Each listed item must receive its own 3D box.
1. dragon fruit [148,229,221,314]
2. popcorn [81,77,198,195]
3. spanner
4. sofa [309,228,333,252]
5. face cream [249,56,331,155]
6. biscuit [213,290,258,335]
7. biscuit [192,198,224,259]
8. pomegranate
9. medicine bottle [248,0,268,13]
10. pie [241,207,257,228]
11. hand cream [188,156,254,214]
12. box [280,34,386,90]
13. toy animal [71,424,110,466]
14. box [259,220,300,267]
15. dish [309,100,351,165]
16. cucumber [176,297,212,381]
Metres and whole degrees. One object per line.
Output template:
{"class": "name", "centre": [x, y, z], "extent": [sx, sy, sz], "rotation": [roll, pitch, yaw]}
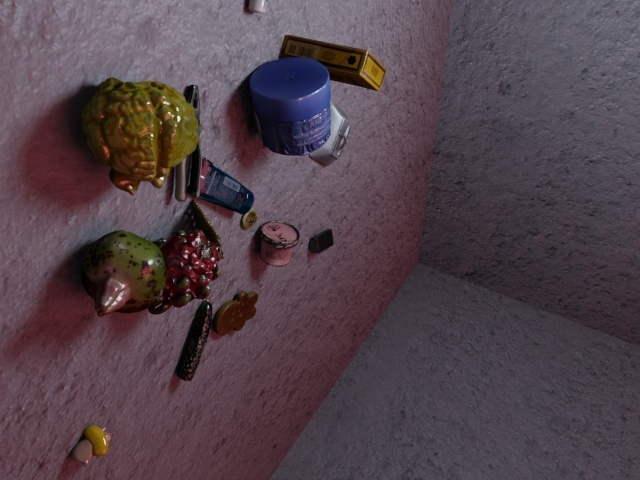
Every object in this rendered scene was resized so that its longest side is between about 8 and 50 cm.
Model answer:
{"class": "dragon fruit", "centre": [-0.409, 0.095, 1.465], "extent": [0.272, 0.218, 0.198], "rotation": [-55, -168, -18]}
{"class": "popcorn", "centre": [-0.405, -0.246, 1.188], "extent": [0.258, 0.224, 0.270], "rotation": [73, 38, -65]}
{"class": "spanner", "centre": [-0.366, -0.269, 1.455], "extent": [0.096, 0.040, 0.324], "rotation": [-26, 129, -57]}
{"class": "sofa", "centre": [0.000, 0.000, 2.430], "extent": [0.147, 0.060, 0.085], "rotation": [-30, 118, -55]}
{"class": "face cream", "centre": [-0.088, -0.423, 1.656], "extent": [0.249, 0.249, 0.225], "rotation": [-52, 153, -32]}
{"class": "biscuit", "centre": [-0.325, 0.277, 1.991], "extent": [0.236, 0.039, 0.179], "rotation": [-25, 134, -56]}
{"class": "biscuit", "centre": [-0.333, -0.022, 1.560], "extent": [0.016, 0.203, 0.144], "rotation": [-25, 140, -19]}
{"class": "pomegranate", "centre": [-0.487, 0.100, 1.271], "extent": [0.247, 0.214, 0.214], "rotation": [-91, -175, -57]}
{"class": "medicine bottle", "centre": [-0.175, -0.700, 1.488], "extent": [0.052, 0.052, 0.089], "rotation": [-22, 129, -58]}
{"class": "pie", "centre": [-0.254, -0.078, 1.869], "extent": [0.084, 0.021, 0.084], "rotation": [-44, 145, -42]}
{"class": "hand cream", "centre": [-0.309, -0.161, 1.655], "extent": [0.270, 0.061, 0.120], "rotation": [30, 81, -61]}
{"class": "box", "centre": [0.045, -0.589, 1.727], "extent": [0.193, 0.302, 0.083], "rotation": [0, 109, -65]}
{"class": "toy animal", "centre": [-0.659, 0.606, 1.519], "extent": [0.114, 0.091, 0.082], "rotation": [-59, 168, -23]}
{"class": "box", "centre": [-0.164, 0.018, 1.989], "extent": [0.151, 0.151, 0.135], "rotation": [-36, 148, -50]}
{"class": "dish", "centre": [0.060, -0.432, 2.162], "extent": [0.182, 0.080, 0.243], "rotation": [16, 96, -66]}
{"class": "cucumber", "centre": [-0.426, 0.344, 1.808], "extent": [0.067, 0.068, 0.293], "rotation": [14, 96, -66]}
